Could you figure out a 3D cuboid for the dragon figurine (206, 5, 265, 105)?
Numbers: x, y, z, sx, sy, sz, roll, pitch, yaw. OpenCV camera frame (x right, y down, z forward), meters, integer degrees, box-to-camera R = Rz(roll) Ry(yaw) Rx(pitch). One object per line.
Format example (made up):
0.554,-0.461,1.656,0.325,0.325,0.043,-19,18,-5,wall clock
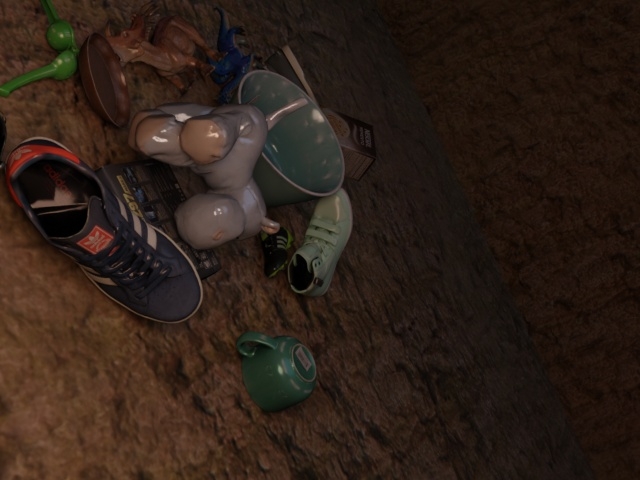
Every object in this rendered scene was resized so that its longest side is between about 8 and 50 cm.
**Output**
-0.222,-0.417,1.618,0.289,0.144,0.085,59,-7,8,dragon figurine

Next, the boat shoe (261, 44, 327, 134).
-0.055,-0.325,1.714,0.319,0.099,0.116,66,5,17,boat shoe

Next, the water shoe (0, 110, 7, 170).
-0.457,-0.160,0.959,0.073,0.080,0.203,26,44,-53,water shoe

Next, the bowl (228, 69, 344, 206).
-0.110,-0.198,1.536,0.311,0.163,0.311,31,43,-34,bowl

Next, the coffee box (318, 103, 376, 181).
0.014,-0.268,1.832,0.246,0.098,0.141,18,45,-21,coffee box

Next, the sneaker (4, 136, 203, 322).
-0.303,0.003,0.990,0.350,0.131,0.148,44,-5,-19,sneaker

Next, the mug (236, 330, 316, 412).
-0.075,0.237,1.287,0.158,0.097,0.129,30,41,-50,mug

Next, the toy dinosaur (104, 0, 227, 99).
-0.311,-0.411,1.447,0.200,0.127,0.295,47,23,-18,toy dinosaur

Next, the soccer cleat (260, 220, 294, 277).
-0.102,0.019,1.505,0.072,0.060,0.179,44,23,-16,soccer cleat

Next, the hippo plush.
-0.190,-0.113,1.212,0.294,0.234,0.236,-30,123,-52,hippo plush

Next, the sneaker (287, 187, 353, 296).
0.000,0.001,1.522,0.151,0.094,0.256,11,91,-75,sneaker

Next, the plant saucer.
-0.379,-0.277,1.228,0.168,0.029,0.168,-13,90,-84,plant saucer

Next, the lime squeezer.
-0.460,-0.329,1.173,0.110,0.059,0.310,10,52,-23,lime squeezer

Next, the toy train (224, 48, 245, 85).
-0.202,-0.393,1.721,0.125,0.046,0.166,0,69,-63,toy train

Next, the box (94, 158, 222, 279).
-0.280,-0.022,1.189,0.232,0.059,0.183,62,23,-1,box
